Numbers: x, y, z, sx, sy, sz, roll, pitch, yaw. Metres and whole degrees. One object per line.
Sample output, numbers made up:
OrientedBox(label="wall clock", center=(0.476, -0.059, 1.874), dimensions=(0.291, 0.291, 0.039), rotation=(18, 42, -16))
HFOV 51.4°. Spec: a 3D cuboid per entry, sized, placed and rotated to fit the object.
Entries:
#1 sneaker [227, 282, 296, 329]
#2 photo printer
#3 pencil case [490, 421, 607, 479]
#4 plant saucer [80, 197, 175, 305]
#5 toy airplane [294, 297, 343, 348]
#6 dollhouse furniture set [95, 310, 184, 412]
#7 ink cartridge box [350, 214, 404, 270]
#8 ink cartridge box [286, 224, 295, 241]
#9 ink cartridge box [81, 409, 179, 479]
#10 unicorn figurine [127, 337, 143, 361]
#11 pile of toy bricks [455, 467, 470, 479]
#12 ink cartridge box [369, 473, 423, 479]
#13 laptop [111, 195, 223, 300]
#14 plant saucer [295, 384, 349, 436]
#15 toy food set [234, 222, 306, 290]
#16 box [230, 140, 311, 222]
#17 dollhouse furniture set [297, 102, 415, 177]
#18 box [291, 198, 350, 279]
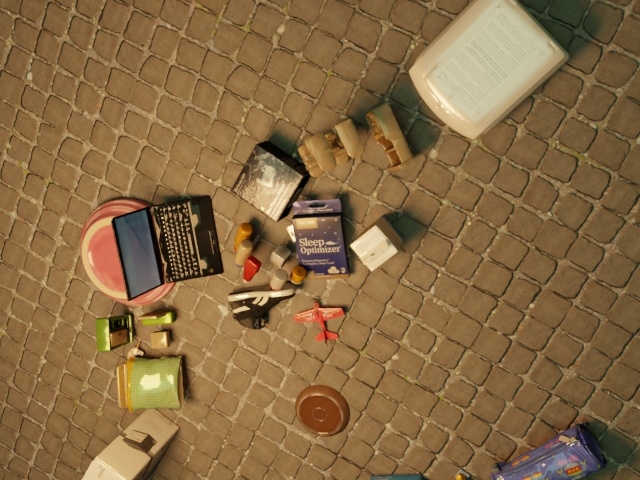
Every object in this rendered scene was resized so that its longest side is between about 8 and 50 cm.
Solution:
OrientedBox(label="sneaker", center=(-0.155, 0.192, 1.909), dimensions=(0.217, 0.079, 0.121), rotation=(-8, 105, 26))
OrientedBox(label="photo printer", center=(0.384, -0.413, 1.577), dimensions=(0.256, 0.107, 0.307), rotation=(46, 112, 1))
OrientedBox(label="pencil case", center=(0.599, 0.599, 1.771), dimensions=(0.306, 0.119, 0.133), rotation=(-34, 122, 20))
OrientedBox(label="plant saucer", center=(-0.579, 0.043, 1.980), dimensions=(0.332, 0.084, 0.332), rotation=(4, 105, 14))
OrientedBox(label="toy airplane", center=(0.005, 0.232, 1.894), dimensions=(0.151, 0.028, 0.151), rotation=(4, 106, 16))
OrientedBox(label="dollhouse furniture set", center=(-0.529, 0.368, 1.968), dimensions=(0.197, 0.151, 0.301), rotation=(-4, 89, 9))
OrientedBox(label="ink cartridge box", center=(0.148, 0.007, 1.733), dimensions=(0.092, 0.143, 0.090), rotation=(-40, 91, 21))
OrientedBox(label="ink cartridge box", center=(-0.046, -0.035, 1.838), dimensions=(0.083, 0.028, 0.048), rotation=(-24, 98, 20))
OrientedBox(label="ink cartridge box", center=(-0.592, 0.687, 2.031), dimensions=(0.129, 0.307, 0.223), rotation=(34, 111, 5))
OrientedBox(label="unicorn figurine", center=(-0.574, 0.405, 2.085), dimensions=(0.111, 0.060, 0.162), rotation=(39, 108, -1))
OrientedBox(label="pile of toy bricks", center=(0.447, 0.737, 1.859), dimensions=(0.212, 0.105, 0.118), rotation=(32, 110, 6))
OrientedBox(label="ink cartridge box", center=(0.199, 0.870, 1.809), dimensions=(0.166, 0.395, 0.285), rotation=(-7, 102, 17))
OrientedBox(label="laptop", center=(-0.418, 0.018, 1.851), dimensions=(0.264, 0.136, 0.234), rotation=(-10, 103, -8))
OrientedBox(label="plant saucer", center=(0.002, 0.510, 1.968), dimensions=(0.168, 0.029, 0.168), rotation=(4, 106, 14))
OrientedBox(label="toy food set", center=(-0.158, 0.068, 1.842), dimensions=(0.232, 0.111, 0.104), rotation=(36, 139, 7))
OrientedBox(label="box", center=(-0.131, -0.160, 1.797), dimensions=(0.158, 0.093, 0.156), rotation=(34, 110, 6))
OrientedBox(label="dollhouse furniture set", center=(0.085, -0.214, 1.663), dimensions=(0.242, 0.212, 0.161), rotation=(-26, 95, -7))
OrientedBox(label="box", center=(0.000, 0.000, 1.806), dimensions=(0.136, 0.036, 0.225), rotation=(-3, 113, 13))
